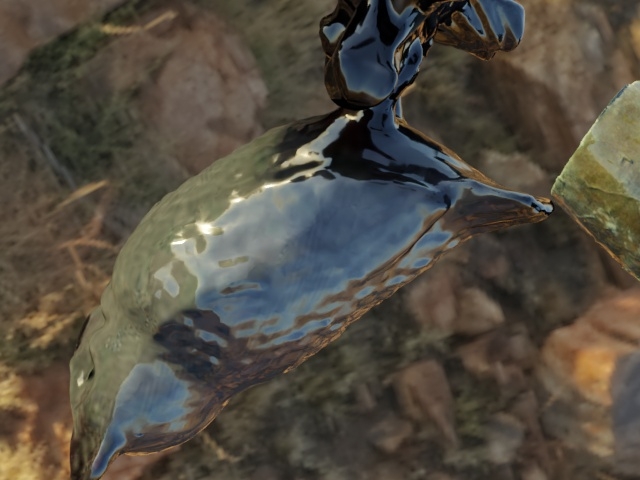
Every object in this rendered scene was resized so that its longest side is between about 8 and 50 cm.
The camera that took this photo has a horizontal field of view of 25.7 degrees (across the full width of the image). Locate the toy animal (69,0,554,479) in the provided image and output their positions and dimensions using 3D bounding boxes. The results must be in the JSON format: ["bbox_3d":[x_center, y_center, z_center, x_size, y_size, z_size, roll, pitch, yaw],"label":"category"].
[{"bbox_3d":[0.000,0.004,0.472,0.117,0.210,0.121,30,11,3],"label":"toy animal"}]

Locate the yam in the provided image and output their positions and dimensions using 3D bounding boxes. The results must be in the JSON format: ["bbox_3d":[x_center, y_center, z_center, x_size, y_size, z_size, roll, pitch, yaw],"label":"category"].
[{"bbox_3d":[0.175,0.010,0.600,0.169,0.068,0.068,46,36,7],"label":"yam"}]
